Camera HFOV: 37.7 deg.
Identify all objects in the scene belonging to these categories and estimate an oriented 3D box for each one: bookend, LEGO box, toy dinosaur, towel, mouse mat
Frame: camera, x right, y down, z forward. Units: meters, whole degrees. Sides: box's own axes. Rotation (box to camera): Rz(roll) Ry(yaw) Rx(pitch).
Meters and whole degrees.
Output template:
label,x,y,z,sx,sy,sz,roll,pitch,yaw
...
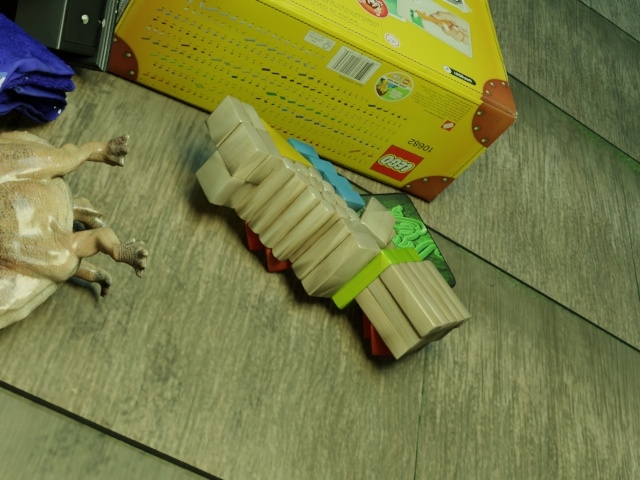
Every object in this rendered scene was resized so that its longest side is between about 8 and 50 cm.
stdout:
label,x,y,z,sx,sy,sz,roll,pitch,yaw
bookend,-0.277,-0.263,0.952,0.072,0.156,0.157,15,8,21
LEGO box,-0.016,-0.317,1.233,0.500,0.193,0.372,20,45,-26
toy dinosaur,-0.273,-0.023,0.820,0.200,0.127,0.295,8,45,-26
towel,-0.376,-0.226,0.860,0.308,0.076,0.227,36,3,-5
mouse mat,0.079,0.002,1.179,0.190,0.007,0.152,-4,58,-43

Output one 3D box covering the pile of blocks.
label,x,y,z,sx,sy,sz,roll,pitch,yaw
pile of blocks,0.000,0.000,1.043,0.362,0.112,0.149,45,24,-4
